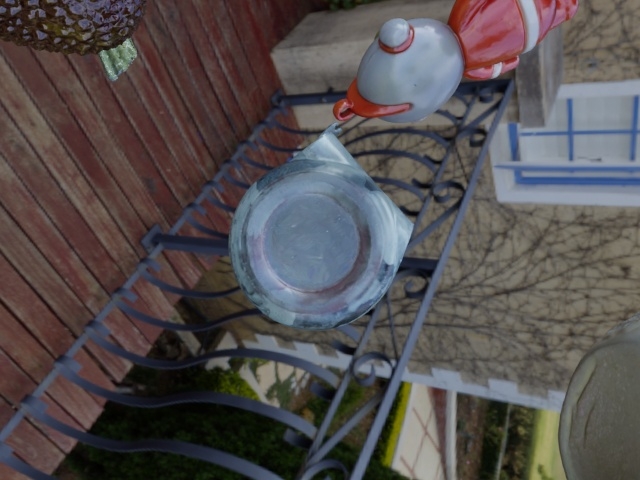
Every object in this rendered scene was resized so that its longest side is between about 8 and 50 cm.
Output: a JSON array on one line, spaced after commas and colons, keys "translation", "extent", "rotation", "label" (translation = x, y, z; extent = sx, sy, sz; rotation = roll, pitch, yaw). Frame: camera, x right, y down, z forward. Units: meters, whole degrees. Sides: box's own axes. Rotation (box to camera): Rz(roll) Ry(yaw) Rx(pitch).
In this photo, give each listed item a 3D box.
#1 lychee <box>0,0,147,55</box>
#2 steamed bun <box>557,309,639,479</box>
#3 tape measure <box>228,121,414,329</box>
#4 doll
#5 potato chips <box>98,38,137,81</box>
[{"translation": [-0.382, -0.384, 0.870], "extent": [0.236, 0.271, 0.236], "rotation": [161, -90, -82], "label": "lychee"}, {"translation": [0.409, 0.257, 0.624], "extent": [0.246, 0.236, 0.384], "rotation": [-15, 75, -29], "label": "steamed bun"}, {"translation": [0.000, 0.000, 0.903], "extent": [0.275, 0.256, 0.147], "rotation": [-41, 174, 3], "label": "tape measure"}, {"translation": [0.162, -0.242, 0.738], "extent": [0.105, 0.336, 0.200], "rotation": [61, 6, 28], "label": "doll"}, {"translation": [-0.369, -0.365, 1.043], "extent": [0.091, 0.028, 0.208], "rotation": [-13, 68, -44], "label": "potato chips"}]
